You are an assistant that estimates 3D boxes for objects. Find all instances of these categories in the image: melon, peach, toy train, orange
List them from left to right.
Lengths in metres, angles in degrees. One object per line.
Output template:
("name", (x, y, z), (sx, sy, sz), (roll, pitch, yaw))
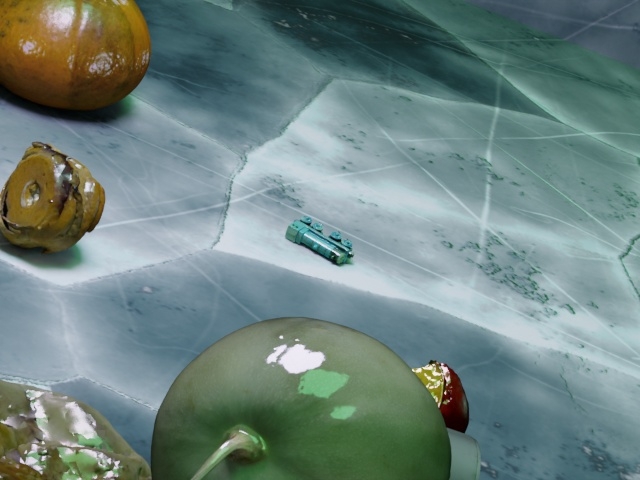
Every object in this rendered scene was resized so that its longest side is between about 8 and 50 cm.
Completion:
("orange", (-0.343, -0.276, 2.623), (0.240, 0.171, 0.240), (17, 25, -8))
("melon", (-0.016, 0.192, 1.682), (0.272, 0.271, 0.308), (25, -19, 8))
("toy train", (0.000, 0.000, 2.494), (0.092, 0.029, 0.045), (31, 33, 18))
("peach", (0.074, 0.191, 2.027), (0.172, 0.127, 0.092), (-3, 62, -22))

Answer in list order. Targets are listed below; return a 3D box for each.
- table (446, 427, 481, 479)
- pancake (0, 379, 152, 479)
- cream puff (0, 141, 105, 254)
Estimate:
("table", (0.033, 0.218, 1.907), (0.220, 0.126, 0.126), (20, 23, -12))
("pancake", (-0.272, 0.234, 1.685), (0.387, 0.082, 0.387), (21, 27, -12))
("cream puff", (-0.309, -0.045, 2.228), (0.104, 0.119, 0.133), (29, 24, -44))
